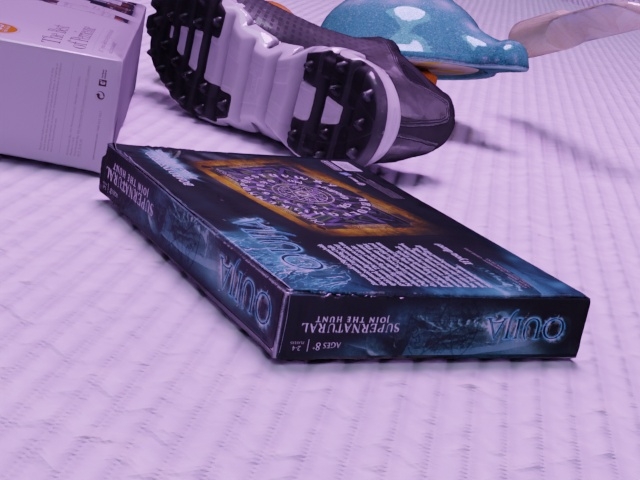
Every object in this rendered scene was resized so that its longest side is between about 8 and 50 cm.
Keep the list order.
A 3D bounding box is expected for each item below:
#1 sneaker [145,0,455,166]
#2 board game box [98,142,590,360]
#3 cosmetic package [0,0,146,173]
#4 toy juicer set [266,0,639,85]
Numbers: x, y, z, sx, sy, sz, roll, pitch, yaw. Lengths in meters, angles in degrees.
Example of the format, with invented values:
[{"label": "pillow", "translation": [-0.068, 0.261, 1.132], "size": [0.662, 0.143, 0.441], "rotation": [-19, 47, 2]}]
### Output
[{"label": "sneaker", "translation": [-0.012, -0.097, 0.780], "size": [0.106, 0.078, 0.234], "rotation": [0, 22, -43]}, {"label": "board game box", "translation": [0.000, 0.000, 0.521], "size": [0.126, 0.026, 0.186], "rotation": [2, 18, -28]}, {"label": "cosmetic package", "translation": [-0.150, -0.098, 0.708], "size": [0.098, 0.060, 0.239], "rotation": [8, 15, -8]}, {"label": "toy juicer set", "translation": [0.061, -0.130, 0.946], "size": [0.329, 0.090, 0.209], "rotation": [4, 2, 6]}]
